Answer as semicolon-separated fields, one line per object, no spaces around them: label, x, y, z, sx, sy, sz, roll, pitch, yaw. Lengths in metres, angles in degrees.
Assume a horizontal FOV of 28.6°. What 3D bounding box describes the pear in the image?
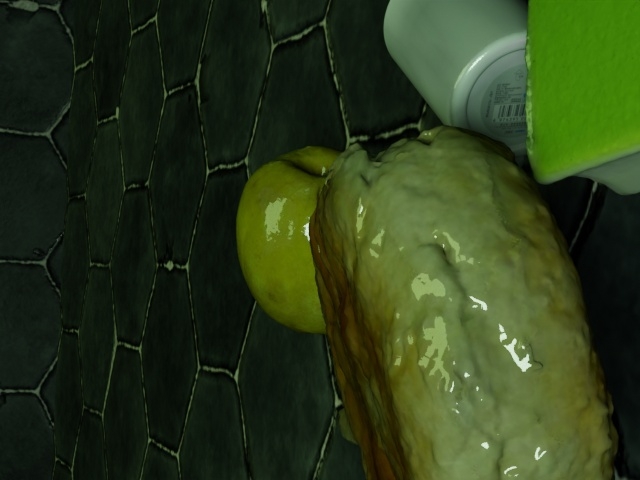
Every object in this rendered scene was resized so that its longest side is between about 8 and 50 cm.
pear;0.000;0.000;1.074;0.149;0.149;0.162;-123;22;-55

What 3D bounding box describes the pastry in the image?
pastry;0.088;0.085;0.779;0.329;0.136;0.329;165;90;-82

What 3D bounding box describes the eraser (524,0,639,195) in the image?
eraser;0.213;-0.149;0.649;0.274;0.092;0.210;163;109;-65

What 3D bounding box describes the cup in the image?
cup;0.122;-0.119;0.884;0.099;0.136;0.133;-43;38;11
